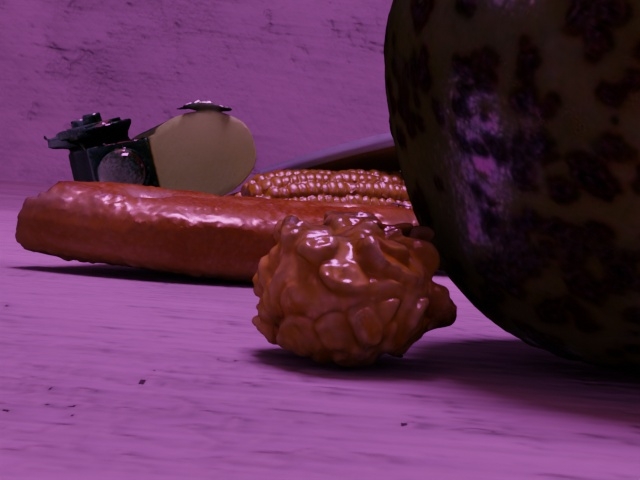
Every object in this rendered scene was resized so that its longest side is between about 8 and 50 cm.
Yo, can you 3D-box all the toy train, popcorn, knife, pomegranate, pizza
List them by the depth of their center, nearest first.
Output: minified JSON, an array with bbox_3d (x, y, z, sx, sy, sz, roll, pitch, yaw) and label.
[{"bbox_3d":[0.013,0.018,0.494,0.083,0.057,0.082,8,5,18],"label":"popcorn"},{"bbox_3d":[0.153,-0.055,0.517,0.254,0.254,0.270,2,36,-33],"label":"pomegranate"},{"bbox_3d":[-0.057,-0.004,0.822,0.271,0.056,0.134,1,6,-27],"label":"pizza"},{"bbox_3d":[-0.135,-0.061,1.047,0.157,0.105,0.253,-14,5,-13],"label":"toy train"},{"bbox_3d":[-0.021,-0.045,1.051,0.343,0.027,0.061,-15,-24,37],"label":"knife"}]

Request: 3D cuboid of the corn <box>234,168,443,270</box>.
[{"bbox_3d":[0.046,-0.016,0.985,0.238,0.080,0.080,4,3,-23],"label":"corn"}]
